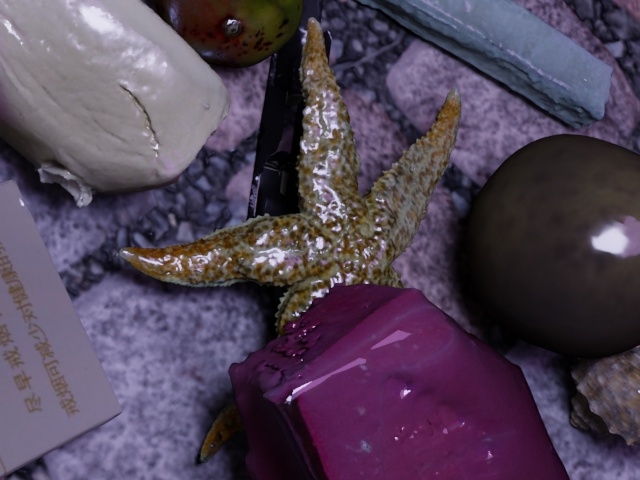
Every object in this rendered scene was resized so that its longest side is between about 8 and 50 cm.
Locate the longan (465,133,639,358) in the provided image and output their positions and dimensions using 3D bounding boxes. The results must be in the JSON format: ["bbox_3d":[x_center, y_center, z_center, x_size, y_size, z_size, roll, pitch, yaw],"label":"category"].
[{"bbox_3d":[0.221,0.004,1.451,0.196,0.220,0.197,-13,120,-23],"label":"longan"}]

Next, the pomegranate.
[{"bbox_3d":[-0.078,-0.202,1.399,0.130,0.130,0.130,8,73,-27],"label":"pomegranate"}]

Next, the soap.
[{"bbox_3d":[0.075,0.192,1.322,0.220,0.127,0.325,-32,113,-22],"label":"soap"}]

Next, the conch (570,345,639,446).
[{"bbox_3d":[0.301,0.096,1.506,0.155,0.207,0.130,55,16,18],"label":"conch"}]

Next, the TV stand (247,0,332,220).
[{"bbox_3d":[-0.023,-0.121,1.447,0.042,0.036,0.249,17,69,-25],"label":"TV stand"}]

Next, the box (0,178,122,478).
[{"bbox_3d":[-0.305,0.094,1.152,0.365,0.051,0.205,-24,90,-54],"label":"box"}]

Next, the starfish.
[{"bbox_3d":[0.001,-0.002,1.374,0.347,0.078,0.358,-13,97,-27],"label":"starfish"}]

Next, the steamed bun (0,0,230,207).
[{"bbox_3d":[-0.194,-0.124,1.287,0.238,0.170,0.153,37,81,-16],"label":"steamed bun"}]

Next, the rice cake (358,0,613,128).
[{"bbox_3d":[0.124,-0.206,1.535,0.336,0.063,0.066,29,61,-19],"label":"rice cake"}]
